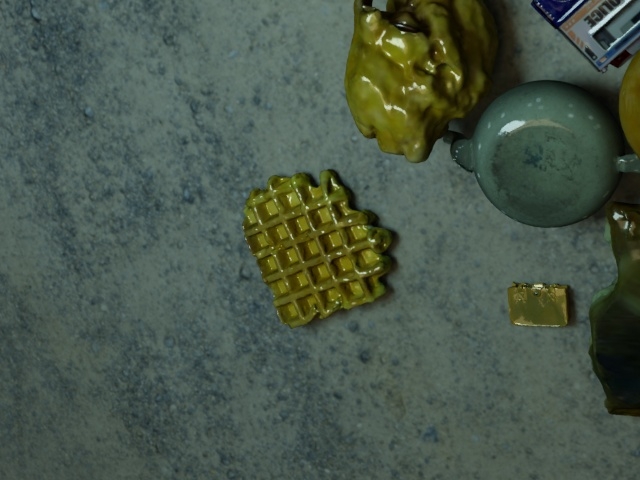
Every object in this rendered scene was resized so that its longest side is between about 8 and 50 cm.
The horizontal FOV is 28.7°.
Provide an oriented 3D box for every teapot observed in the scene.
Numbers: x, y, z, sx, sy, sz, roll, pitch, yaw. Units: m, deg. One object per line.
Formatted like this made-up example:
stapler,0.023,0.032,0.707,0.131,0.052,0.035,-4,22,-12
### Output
teapot,0.292,-0.114,1.604,0.294,0.129,0.193,0,117,16

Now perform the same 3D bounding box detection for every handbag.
handbag,0.304,0.088,1.738,0.083,0.027,0.061,-1,107,26

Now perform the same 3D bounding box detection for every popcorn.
popcorn,0.132,-0.232,1.619,0.190,0.191,0.253,4,101,12

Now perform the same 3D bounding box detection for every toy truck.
toy truck,0.393,-0.339,1.478,0.155,0.124,0.268,46,125,-3

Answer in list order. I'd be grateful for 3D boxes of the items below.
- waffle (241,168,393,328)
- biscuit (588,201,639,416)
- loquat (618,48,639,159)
waffle,0.000,0.000,1.848,0.219,0.057,0.229,-19,98,31
biscuit,0.448,0.092,1.601,0.329,0.078,0.335,-33,105,33
loquat,0.465,-0.158,1.443,0.235,0.235,0.235,10,112,25
